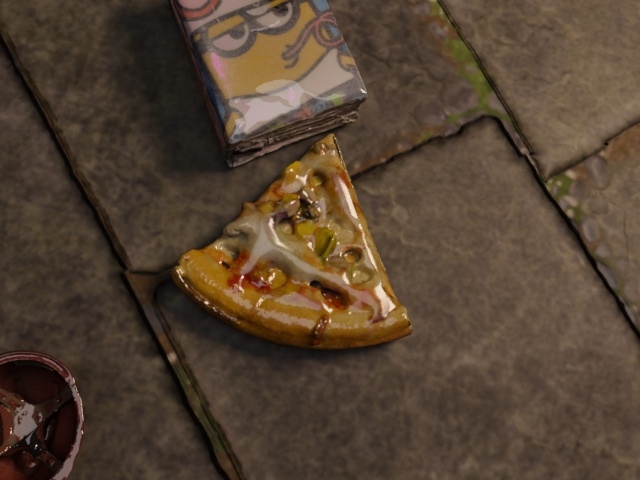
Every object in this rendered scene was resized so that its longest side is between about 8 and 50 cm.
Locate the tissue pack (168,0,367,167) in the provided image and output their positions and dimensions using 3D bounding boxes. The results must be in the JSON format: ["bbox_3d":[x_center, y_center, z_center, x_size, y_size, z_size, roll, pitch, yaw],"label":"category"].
[{"bbox_3d":[-0.046,-0.151,0.629,0.116,0.065,0.155,-20,81,-9],"label":"tissue pack"}]

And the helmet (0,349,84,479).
[{"bbox_3d":[-0.207,0.136,0.560,0.089,0.057,0.111,6,73,-6],"label":"helmet"}]

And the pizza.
[{"bbox_3d":[0.000,0.000,0.616,0.185,0.036,0.176,24,77,0],"label":"pizza"}]
